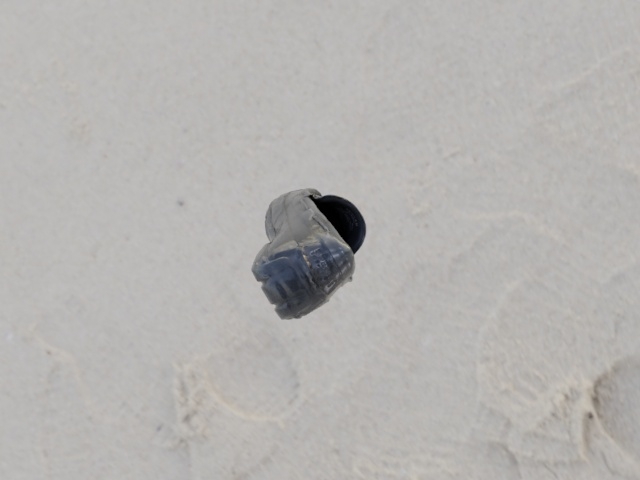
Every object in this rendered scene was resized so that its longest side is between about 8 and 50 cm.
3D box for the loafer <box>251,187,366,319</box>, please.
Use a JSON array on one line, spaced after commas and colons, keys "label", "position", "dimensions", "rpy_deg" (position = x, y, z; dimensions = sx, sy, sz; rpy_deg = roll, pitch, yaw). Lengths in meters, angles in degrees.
[{"label": "loafer", "position": [0.000, 0.000, 0.888], "dimensions": [0.078, 0.076, 0.223], "rpy_deg": [-28, 12, 9]}]
